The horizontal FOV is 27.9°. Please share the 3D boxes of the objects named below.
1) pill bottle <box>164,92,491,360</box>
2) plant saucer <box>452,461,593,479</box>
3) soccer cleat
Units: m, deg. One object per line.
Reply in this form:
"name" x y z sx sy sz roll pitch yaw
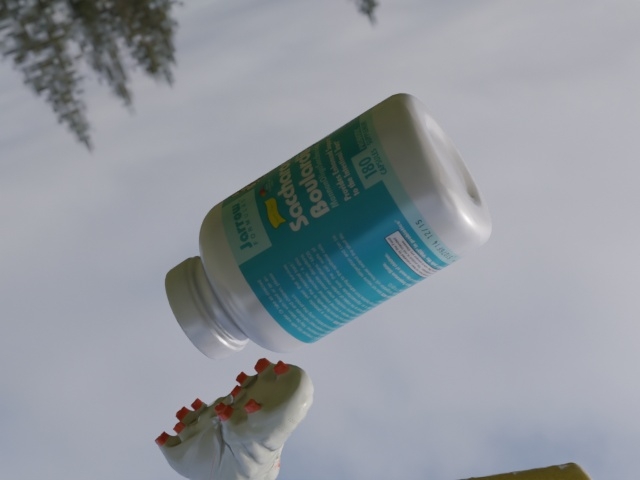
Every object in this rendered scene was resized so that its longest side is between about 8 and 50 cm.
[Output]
"pill bottle" 0.000 0.000 1.088 0.264 0.146 0.146 -31 -166 15
"plant saucer" 0.231 0.434 1.462 0.332 0.333 0.081 0 172 -38
"soccer cleat" -0.047 0.135 0.899 0.068 0.076 0.196 -51 -169 -34
